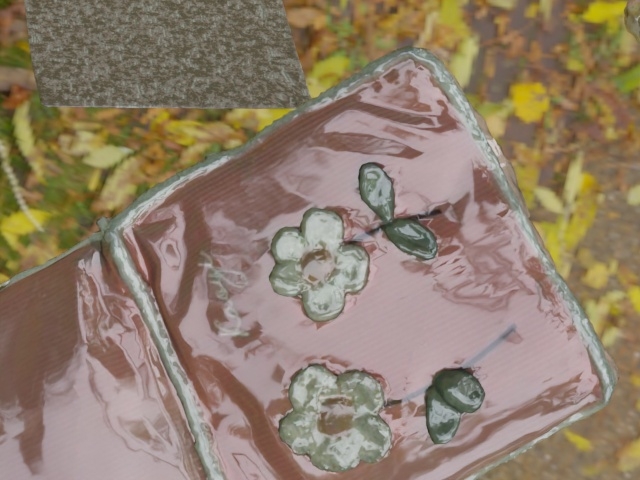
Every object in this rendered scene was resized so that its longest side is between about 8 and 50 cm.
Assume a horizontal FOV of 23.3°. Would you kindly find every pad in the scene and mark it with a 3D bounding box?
[{"bbox_3d":[-0.134,-0.168,1.343,0.235,0.158,0.003,-1,139,-17],"label":"pad"}]

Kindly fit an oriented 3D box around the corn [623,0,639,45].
[{"bbox_3d":[0.318,-0.142,0.822,0.335,0.126,0.126,5,98,-14],"label":"corn"}]

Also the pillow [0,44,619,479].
[{"bbox_3d":[-0.037,0.048,0.465,0.232,0.043,0.126,-29,79,8],"label":"pillow"}]
